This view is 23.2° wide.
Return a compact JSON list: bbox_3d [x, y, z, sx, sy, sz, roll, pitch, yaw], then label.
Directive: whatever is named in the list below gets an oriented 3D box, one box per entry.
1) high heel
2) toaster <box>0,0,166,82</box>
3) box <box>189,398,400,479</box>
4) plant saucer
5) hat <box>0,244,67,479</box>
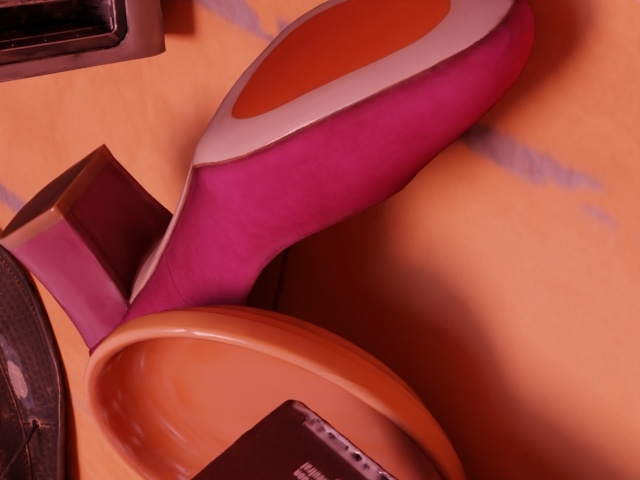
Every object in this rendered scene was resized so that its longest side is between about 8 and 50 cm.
[{"bbox_3d":[0.000,0.000,0.764,0.181,0.127,0.377,48,145,-18],"label":"high heel"},{"bbox_3d":[-0.176,-0.176,0.835,0.110,0.185,0.168,23,121,55],"label":"toaster"},{"bbox_3d":[0.002,0.217,0.686,0.168,0.167,0.203,36,158,43],"label":"box"},{"bbox_3d":[-0.019,0.095,0.767,0.200,0.037,0.200,16,143,12],"label":"plant saucer"},{"bbox_3d":[-0.314,0.141,1.212,0.331,0.134,0.331,28,126,48],"label":"hat"}]
